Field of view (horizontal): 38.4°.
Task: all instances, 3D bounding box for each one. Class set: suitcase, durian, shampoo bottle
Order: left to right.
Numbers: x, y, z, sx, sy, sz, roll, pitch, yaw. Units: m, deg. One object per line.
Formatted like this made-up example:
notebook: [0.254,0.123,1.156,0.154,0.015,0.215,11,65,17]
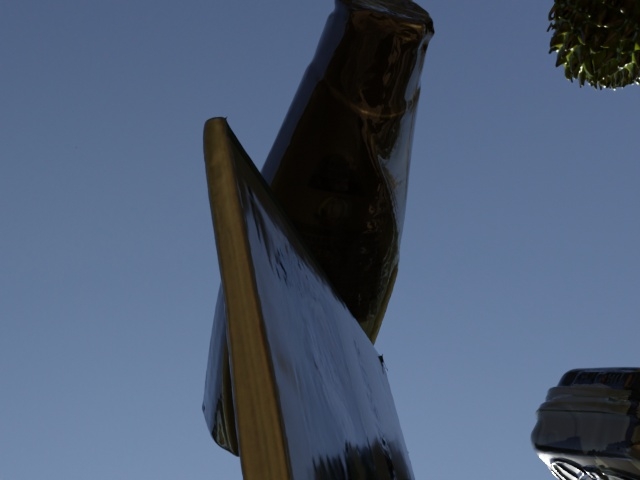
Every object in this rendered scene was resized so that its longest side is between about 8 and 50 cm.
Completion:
shampoo bottle: [0.000,0.000,0.651,0.125,0.084,0.350,2,-60,-23]
suitcase: [0.490,0.328,1.378,0.351,0.339,0.194,43,-114,-17]
durian: [0.270,-0.208,0.750,0.137,0.095,0.221,-13,-50,-29]

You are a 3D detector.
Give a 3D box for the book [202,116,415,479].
book: [0.012,0.099,0.449,0.025,0.283,0.215,-18,-121,9]
